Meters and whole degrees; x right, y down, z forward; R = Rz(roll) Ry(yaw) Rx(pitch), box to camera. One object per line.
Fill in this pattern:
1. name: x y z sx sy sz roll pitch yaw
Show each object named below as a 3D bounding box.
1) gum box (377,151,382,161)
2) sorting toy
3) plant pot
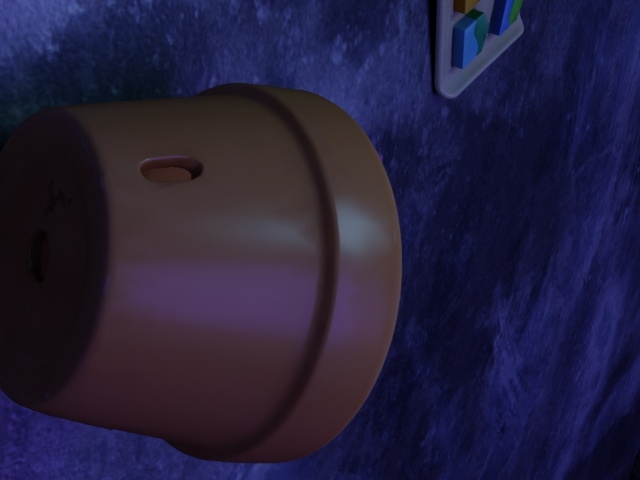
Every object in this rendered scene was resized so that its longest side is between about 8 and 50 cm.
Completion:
1. gum box: 0.000 0.000 1.091 0.107 0.062 0.188 -24 129 -48
2. sorting toy: 0.196 -0.295 1.225 0.193 0.038 0.208 -44 142 -33
3. plant pot: -0.115 0.019 0.749 0.203 0.291 0.291 6 106 -41
